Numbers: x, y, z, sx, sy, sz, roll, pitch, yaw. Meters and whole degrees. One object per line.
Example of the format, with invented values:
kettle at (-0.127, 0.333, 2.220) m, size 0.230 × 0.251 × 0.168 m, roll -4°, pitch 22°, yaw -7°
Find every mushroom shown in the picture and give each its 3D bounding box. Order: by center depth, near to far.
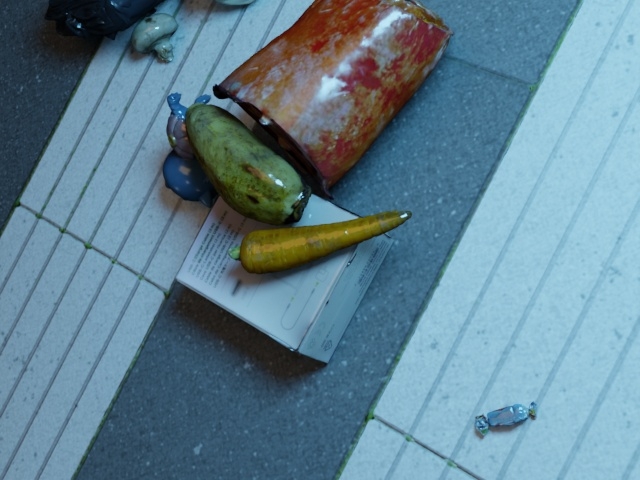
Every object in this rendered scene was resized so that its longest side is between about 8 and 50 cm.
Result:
mushroom at (-0.271, -0.337, 1.687) m, size 0.085 × 0.085 × 0.079 m, roll -33°, pitch 91°, yaw 17°

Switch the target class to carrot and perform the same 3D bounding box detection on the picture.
carrot at (0.000, 0.000, 1.330) m, size 0.257 × 0.061 × 0.061 m, roll -11°, pitch 70°, yaw 14°

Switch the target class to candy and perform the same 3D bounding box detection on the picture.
candy at (0.234, 0.224, 1.265) m, size 0.083 × 0.020 × 0.030 m, roll -17°, pitch 68°, yaw 22°

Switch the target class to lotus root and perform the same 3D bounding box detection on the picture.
lotus root at (-0.112, -0.102, 1.389) m, size 0.097 × 0.110 × 0.258 m, roll -27°, pitch 50°, yaw -25°

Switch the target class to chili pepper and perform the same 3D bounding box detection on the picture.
chili pepper at (0.022, -0.245, 1.396) m, size 0.229 × 0.251 × 0.305 m, roll 39°, pitch 97°, yaw -7°

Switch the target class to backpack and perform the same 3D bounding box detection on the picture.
backpack at (-0.367, -0.419, 1.706) m, size 0.258 × 0.133 × 0.206 m, roll 3°, pitch 44°, yaw 41°

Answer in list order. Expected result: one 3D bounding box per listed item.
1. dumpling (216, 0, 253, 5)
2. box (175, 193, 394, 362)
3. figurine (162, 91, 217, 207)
dumpling at (-0.142, -0.450, 1.624) m, size 0.199 × 0.118 × 0.136 m, roll -30°, pitch 44°, yaw -13°
box at (-0.054, 0.027, 1.432) m, size 0.252 × 0.106 × 0.203 m, roll 27°, pitch 89°, yaw 31°
figurine at (-0.181, -0.150, 1.546) m, size 0.114 × 0.178 × 0.144 m, roll 14°, pitch 39°, yaw 20°
